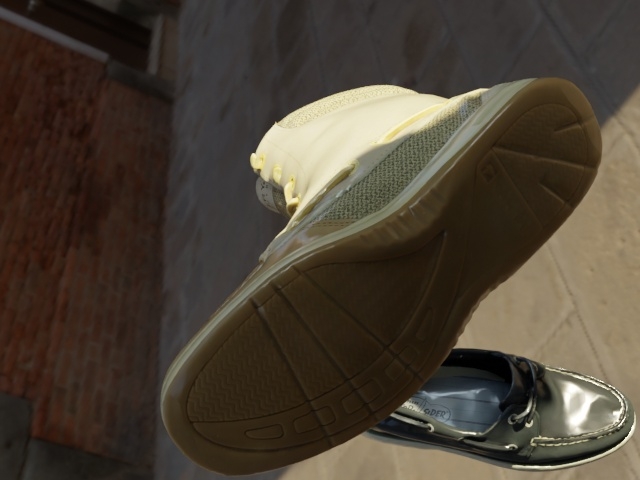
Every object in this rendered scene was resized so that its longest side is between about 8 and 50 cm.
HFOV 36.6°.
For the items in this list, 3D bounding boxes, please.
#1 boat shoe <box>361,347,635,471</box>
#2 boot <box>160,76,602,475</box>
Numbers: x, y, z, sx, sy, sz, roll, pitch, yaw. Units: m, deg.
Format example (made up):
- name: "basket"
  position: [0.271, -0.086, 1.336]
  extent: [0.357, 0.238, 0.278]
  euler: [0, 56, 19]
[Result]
- name: "boat shoe"
  position: [0.199, 0.182, 1.123]
  extent: [0.113, 0.339, 0.127]
  euler: [84, -163, -56]
- name: "boot"
  position: [0.000, 0.000, 0.536]
  extent: [0.262, 0.095, 0.203]
  euler: [-43, 25, -13]
